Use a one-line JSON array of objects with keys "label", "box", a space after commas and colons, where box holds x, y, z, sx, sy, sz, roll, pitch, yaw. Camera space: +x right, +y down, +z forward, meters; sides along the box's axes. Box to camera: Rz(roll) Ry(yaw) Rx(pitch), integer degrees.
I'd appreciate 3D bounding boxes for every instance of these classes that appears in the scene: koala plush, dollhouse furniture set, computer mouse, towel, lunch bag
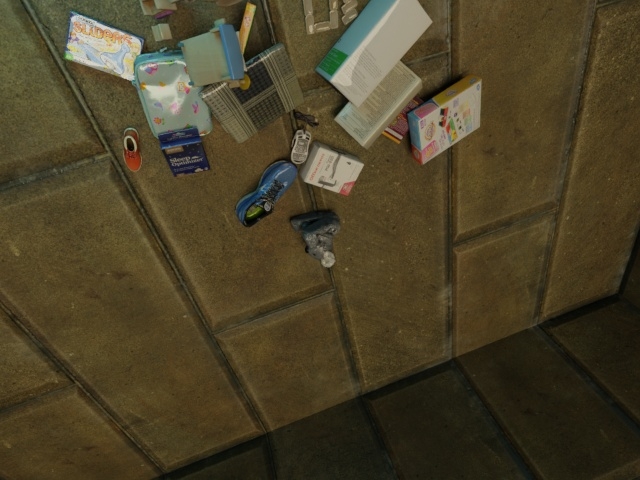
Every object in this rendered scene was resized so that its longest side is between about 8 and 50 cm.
[{"label": "koala plush", "box": [0.000, 0.000, 1.813, 0.203, 0.196, 0.222, -20, 124, -18]}, {"label": "dollhouse furniture set", "box": [-0.327, -0.591, 1.220, 0.198, 0.286, 0.304, -37, 121, -51]}, {"label": "computer mouse", "box": [-0.077, -0.397, 1.602, 0.105, 0.042, 0.193, 6, 115, -29]}, {"label": "towel", "box": [-0.220, -0.488, 1.388, 0.312, 0.056, 0.324, -33, 163, 1]}, {"label": "lunch bag", "box": [-0.484, -0.478, 1.344, 0.223, 0.108, 0.279, -12, 132, -12]}]

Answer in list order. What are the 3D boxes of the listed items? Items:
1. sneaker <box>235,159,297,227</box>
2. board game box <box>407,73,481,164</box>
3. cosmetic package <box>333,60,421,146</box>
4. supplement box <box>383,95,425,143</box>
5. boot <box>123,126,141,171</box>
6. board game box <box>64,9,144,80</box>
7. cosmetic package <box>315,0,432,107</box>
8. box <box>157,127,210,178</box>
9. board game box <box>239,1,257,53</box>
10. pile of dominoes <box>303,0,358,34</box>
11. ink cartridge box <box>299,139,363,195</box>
[{"label": "sneaker", "box": [-0.204, -0.175, 1.640, 0.129, 0.147, 0.330, 33, 107, -34]}, {"label": "board game box", "box": [0.512, -0.490, 1.674, 0.316, 0.064, 0.242, -33, 141, -7]}, {"label": "cosmetic package", "box": [0.217, -0.515, 1.538, 0.160, 0.113, 0.309, 46, 106, 8]}, {"label": "supplement box", "box": [0.318, -0.503, 1.645, 0.104, 0.081, 0.188, 21, 114, -31]}, {"label": "boot", "box": [-0.659, -0.305, 1.426, 0.059, 0.085, 0.158, -4, 126, -19]}, {"label": "board game box", "box": [-0.661, -0.592, 1.258, 0.201, 0.035, 0.136, 11, 118, -27]}, {"label": "cosmetic package", "box": [0.174, -0.667, 1.410, 0.155, 0.197, 0.366, 32, 106, -33]}, {"label": "box", "box": [-0.479, -0.304, 1.452, 0.136, 0.037, 0.225, -14, 157, -10]}, {"label": "board game box", "box": [-0.255, -0.626, 1.325, 0.039, 0.124, 0.260, 14, 117, -14]}, {"label": "pile of dominoes", "box": [0.028, -0.837, 1.355, 0.195, 0.040, 0.251, -16, 135, -10]}, {"label": "ink cartridge box", "box": [0.044, -0.295, 1.682, 0.217, 0.092, 0.159, 15, 116, -26]}]
